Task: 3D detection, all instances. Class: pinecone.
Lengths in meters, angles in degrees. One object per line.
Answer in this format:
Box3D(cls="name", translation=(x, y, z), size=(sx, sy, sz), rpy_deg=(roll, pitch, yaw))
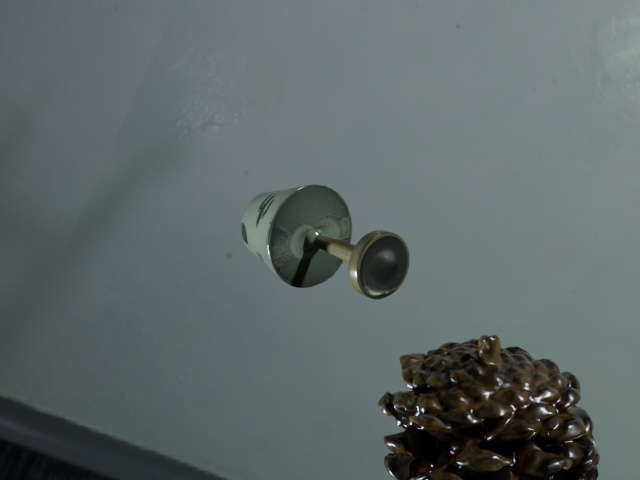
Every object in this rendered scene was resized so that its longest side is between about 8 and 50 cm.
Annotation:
Box3D(cls="pinecone", translation=(0.189, 0.228, 0.883), size=(0.243, 0.243, 0.257), rpy_deg=(-26, 91, 12))

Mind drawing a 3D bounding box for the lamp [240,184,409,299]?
Box3D(cls="lamp", translation=(0.000, 0.000, 0.909), size=(0.121, 0.214, 0.121), rpy_deg=(-11, 109, -34))
